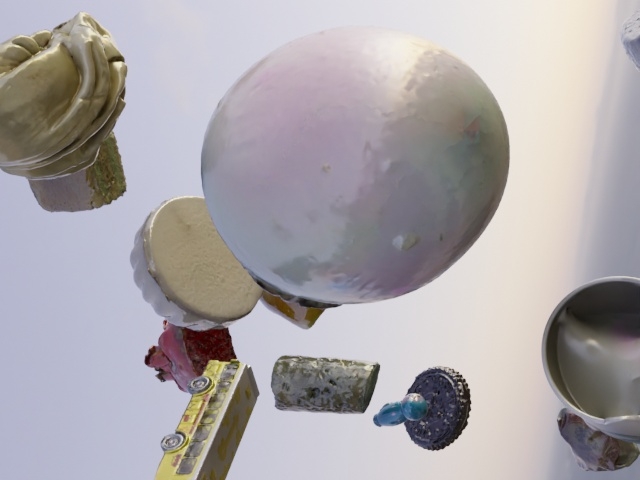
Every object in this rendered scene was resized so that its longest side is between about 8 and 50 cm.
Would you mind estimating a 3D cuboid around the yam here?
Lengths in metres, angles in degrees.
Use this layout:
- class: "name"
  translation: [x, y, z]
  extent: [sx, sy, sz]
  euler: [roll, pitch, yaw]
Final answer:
- class: "yam"
  translation: [0.013, 0.265, 1.887]
  extent: [0.107, 0.194, 0.107]
  euler: [0, -90, -71]

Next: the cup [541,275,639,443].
- class: "cup"
  translation: [0.489, 0.162, 1.542]
  extent: [0.290, 0.219, 0.257]
  euler: [-55, -36, 1]

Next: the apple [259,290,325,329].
- class: "apple"
  translation: [0.000, 0.000, 2.031]
  extent: [0.346, 0.254, 0.179]
  euler: [-62, -31, -15]

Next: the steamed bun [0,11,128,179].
- class: "steamed bun"
  translation: [-0.418, -0.207, 1.594]
  extent: [0.203, 0.276, 0.289]
  euler: [56, -178, -4]

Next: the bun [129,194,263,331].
- class: "bun"
  translation: [-0.247, 0.061, 1.897]
  extent: [0.175, 0.263, 0.263]
  euler: [-36, 24, 44]

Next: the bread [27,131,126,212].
- class: "bread"
  translation: [-0.470, -0.129, 1.942]
  extent: [0.102, 0.196, 0.138]
  euler: [-37, -57, -56]

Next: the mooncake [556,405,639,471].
- class: "mooncake"
  translation: [0.495, 0.359, 1.868]
  extent: [0.073, 0.125, 0.130]
  euler: [-34, -79, -37]

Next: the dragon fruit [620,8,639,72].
- class: "dragon fruit"
  translation: [0.736, -0.371, 1.959]
  extent: [0.221, 0.282, 0.204]
  euler: [50, -143, -24]

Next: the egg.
- class: "egg"
  translation: [0.071, -0.102, 1.255]
  extent: [0.339, 0.354, 0.355]
  euler: [-16, 56, 57]

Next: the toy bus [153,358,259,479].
- class: "toy bus"
  translation: [-0.148, 0.250, 1.325]
  extent: [0.226, 0.074, 0.081]
  euler: [-66, -32, -54]

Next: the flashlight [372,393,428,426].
- class: "flashlight"
  translation: [0.144, 0.317, 1.888]
  extent: [0.129, 0.051, 0.051]
  euler: [-34, 27, 45]

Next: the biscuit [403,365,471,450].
- class: "biscuit"
  translation: [0.255, 0.369, 2.269]
  extent: [0.053, 0.194, 0.195]
  euler: [23, -107, -38]

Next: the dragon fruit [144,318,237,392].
- class: "dragon fruit"
  translation: [-0.275, 0.231, 2.082]
  extent: [0.134, 0.211, 0.262]
  euler: [-5, -109, -42]
